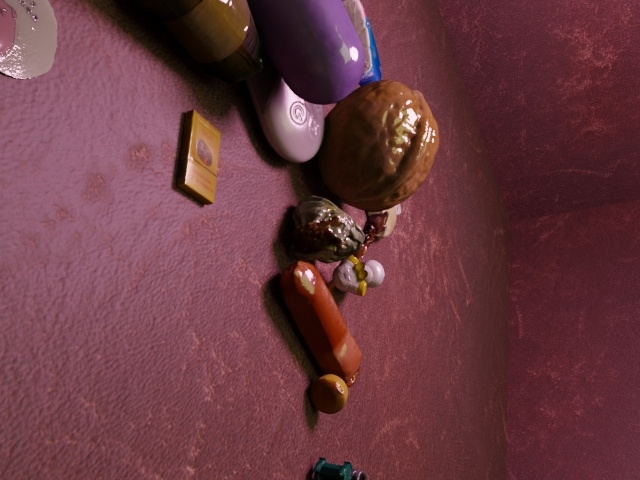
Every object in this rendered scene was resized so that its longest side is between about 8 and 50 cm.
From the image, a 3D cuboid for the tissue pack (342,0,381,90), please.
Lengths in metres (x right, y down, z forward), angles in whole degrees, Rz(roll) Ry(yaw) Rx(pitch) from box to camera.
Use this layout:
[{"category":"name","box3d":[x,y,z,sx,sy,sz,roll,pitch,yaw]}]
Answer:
[{"category":"tissue pack","box3d":[0.090,-0.500,1.709,0.269,0.137,0.209,15,66,-82]}]

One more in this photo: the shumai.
[{"category":"shumai","box3d":[0.001,0.005,1.422,0.142,0.184,0.184,-47,125,-31]}]

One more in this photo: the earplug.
[{"category":"earplug","box3d":[-0.065,-0.482,1.248,0.456,0.215,0.215,60,28,-4]}]

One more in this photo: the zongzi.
[{"category":"zongzi","box3d":[-0.215,-0.481,1.160,0.289,0.154,0.318,44,36,-61]}]

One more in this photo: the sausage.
[{"category":"sausage","box3d":[0.002,0.187,1.391,0.097,0.094,0.348,-53,130,-40]}]

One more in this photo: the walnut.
[{"category":"walnut","box3d":[0.144,-0.237,1.571,0.333,0.332,0.333,34,51,-56]}]

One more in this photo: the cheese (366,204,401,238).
[{"category":"cheese","box3d":[0.209,-0.085,1.955,0.251,0.054,0.127,-26,107,-64]}]

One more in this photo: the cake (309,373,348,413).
[{"category":"cake","box3d":[0.019,0.335,1.378,0.044,0.084,0.084,-31,108,-65]}]

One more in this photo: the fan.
[{"category":"fan","box3d":[-0.425,-0.246,0.786,0.182,0.010,0.310,55,35,-41]}]

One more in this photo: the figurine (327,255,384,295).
[{"category":"figurine","box3d":[0.086,0.093,1.561,0.178,0.129,0.109,-4,64,-61]}]

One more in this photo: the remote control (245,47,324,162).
[{"category":"remote control","box3d":[-0.081,-0.335,1.407,0.221,0.103,0.332,-43,118,-54]}]

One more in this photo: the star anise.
[{"category":"star anise","box3d":[0.090,-0.030,1.707,0.158,0.144,0.140,-53,172,-48]}]

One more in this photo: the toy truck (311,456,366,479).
[{"category":"toy truck","box3d":[0.039,0.569,1.314,0.116,0.110,0.216,-32,111,-49]}]

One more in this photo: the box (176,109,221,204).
[{"category":"box","box3d":[-0.220,-0.151,1.152,0.087,0.023,0.155,35,50,-51]}]
